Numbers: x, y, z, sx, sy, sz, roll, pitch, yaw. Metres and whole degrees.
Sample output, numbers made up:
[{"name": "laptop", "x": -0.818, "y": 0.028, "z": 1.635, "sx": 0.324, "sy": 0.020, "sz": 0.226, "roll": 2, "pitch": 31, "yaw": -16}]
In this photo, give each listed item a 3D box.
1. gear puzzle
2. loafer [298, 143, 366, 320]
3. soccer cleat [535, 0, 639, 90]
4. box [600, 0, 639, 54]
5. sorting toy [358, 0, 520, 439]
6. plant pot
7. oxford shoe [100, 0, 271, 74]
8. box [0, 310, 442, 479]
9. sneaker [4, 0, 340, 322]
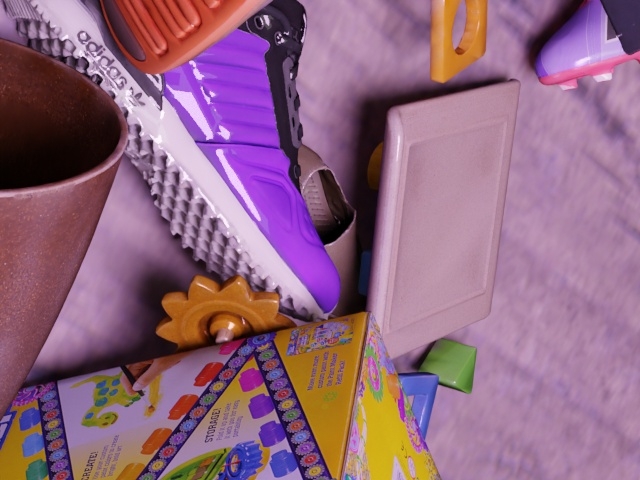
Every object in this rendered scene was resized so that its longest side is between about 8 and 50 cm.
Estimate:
[{"name": "gear puzzle", "x": -0.028, "y": 0.139, "z": 1.066, "sx": 0.175, "sy": 0.044, "sz": 0.339, "roll": -10, "pitch": 131, "yaw": 16}, {"name": "loafer", "x": 0.000, "y": 0.000, "z": 1.092, "sx": 0.056, "sy": 0.050, "sz": 0.148, "roll": -36, "pitch": 121, "yaw": -17}, {"name": "soccer cleat", "x": 0.248, "y": -0.189, "z": 1.180, "sx": 0.248, "sy": 0.083, "sz": 0.095, "roll": -28, "pitch": 99, "yaw": -21}, {"name": "box", "x": 0.246, "y": -0.252, "z": 1.036, "sx": 0.261, "sy": 0.103, "sz": 0.184, "roll": -34, "pitch": 96, "yaw": -50}, {"name": "sorting toy", "x": 0.075, "y": -0.018, "z": 1.110, "sx": 0.196, "sy": 0.047, "sz": 0.348, "roll": -21, "pitch": 122, "yaw": -56}, {"name": "plant pot", "x": -0.233, "y": 0.025, "z": 0.876, "sx": 0.215, "sy": 0.215, "sz": 0.230, "roll": -2, "pitch": 121, "yaw": -32}, {"name": "oxford shoe", "x": 0.008, "y": -0.207, "z": 0.799, "sx": 0.132, "sy": 0.363, "sz": 0.130, "roll": -13, "pitch": 69, "yaw": -44}, {"name": "box", "x": -0.059, "y": 0.232, "z": 0.976, "sx": 0.279, "sy": 0.177, "sz": 0.290, "roll": -14, "pitch": 121, "yaw": 18}, {"name": "sneaker", "x": -0.050, "y": -0.083, "z": 0.990, "sx": 0.146, "sy": 0.102, "sz": 0.293, "roll": -45, "pitch": 117, "yaw": -17}]
